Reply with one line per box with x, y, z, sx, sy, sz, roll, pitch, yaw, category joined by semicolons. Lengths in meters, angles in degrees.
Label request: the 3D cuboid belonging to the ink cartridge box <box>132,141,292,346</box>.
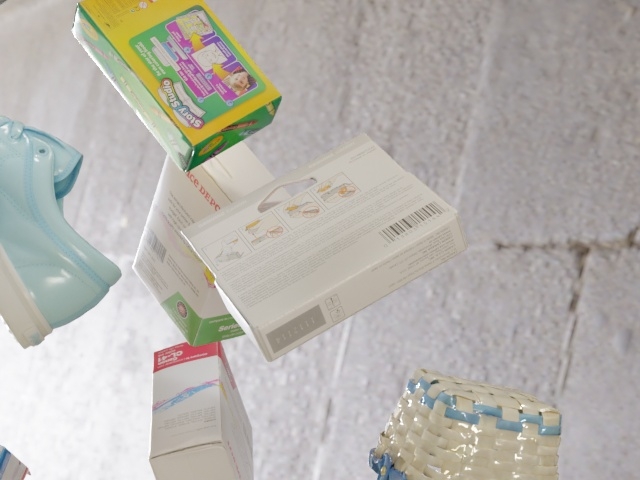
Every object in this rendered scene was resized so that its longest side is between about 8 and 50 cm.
-0.171;-0.008;2.119;0.201;0.117;0.278;49;132;34;ink cartridge box

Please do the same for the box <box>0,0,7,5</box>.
-0.265;-0.270;0.987;0.231;0.127;0.262;-47;-1;-36;box

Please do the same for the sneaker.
-0.324;-0.078;1.367;0.366;0.150;0.135;60;167;3;sneaker

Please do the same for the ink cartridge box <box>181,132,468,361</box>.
0.000;0.000;1.754;0.296;0.066;0.261;-29;37;-10;ink cartridge box

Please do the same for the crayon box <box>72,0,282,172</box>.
-0.207;-0.253;1.943;0.278;0.165;0.081;51;152;11;crayon box

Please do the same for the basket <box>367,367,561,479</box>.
0.189;0.330;1.798;0.201;0.255;0.289;18;93;67;basket

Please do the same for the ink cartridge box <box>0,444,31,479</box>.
-0.438;0.278;1.641;0.231;0.134;0.078;99;-169;-72;ink cartridge box

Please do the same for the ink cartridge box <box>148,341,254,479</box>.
-0.196;0.340;2.272;0.306;0.131;0.226;-96;-8;-61;ink cartridge box
